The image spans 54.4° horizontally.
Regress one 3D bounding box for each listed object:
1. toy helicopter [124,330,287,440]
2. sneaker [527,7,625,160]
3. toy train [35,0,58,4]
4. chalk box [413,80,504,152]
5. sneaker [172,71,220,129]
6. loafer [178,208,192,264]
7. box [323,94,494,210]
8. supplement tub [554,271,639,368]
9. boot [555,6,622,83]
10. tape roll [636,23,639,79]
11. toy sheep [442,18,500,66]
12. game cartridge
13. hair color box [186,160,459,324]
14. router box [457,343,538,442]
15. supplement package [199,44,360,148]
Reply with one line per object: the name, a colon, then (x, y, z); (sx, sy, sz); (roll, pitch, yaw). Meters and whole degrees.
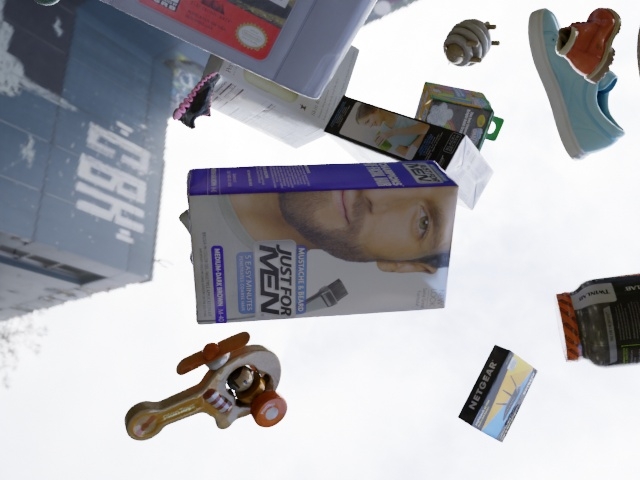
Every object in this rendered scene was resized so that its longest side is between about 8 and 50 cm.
toy helicopter: (-0.250, 0.323, 1.347); (0.140, 0.354, 0.235); (40, -38, 52)
sneaker: (0.594, -0.376, 1.421); (0.150, 0.135, 0.366); (-20, -93, 39)
toy train: (-0.546, -0.647, 1.354); (0.333, 0.142, 0.191); (-16, -95, -2)
chalk box: (0.360, -0.310, 1.603); (0.132, 0.212, 0.133); (-91, -167, -56)
sneaker: (-0.217, -0.255, 1.145); (0.119, 0.057, 0.047); (-50, -163, 2)
loafer: (-0.230, 0.029, 1.358); (0.111, 0.320, 0.112); (-21, -131, -11)
box: (0.166, -0.171, 1.194); (0.289, 0.169, 0.087); (29, -91, 36)
supplement tub: (0.400, 0.098, 0.782); (0.190, 0.117, 0.117); (-9, -114, 15)
boot: (0.409, -0.320, 0.959); (0.158, 0.084, 0.059); (-65, -173, -34)
tape roll: (0.623, -0.275, 0.940); (0.169, 0.246, 0.246); (-10, -115, 55)
toy sheep: (0.276, -0.366, 1.147); (0.132, 0.091, 0.091); (-40, -137, -26)
game cartridge: (-0.081, -0.277, 0.591); (0.196, 0.294, 0.060); (-58, -155, 27)
hair color box: (0.000, 0.000, 0.829); (0.110, 0.338, 0.185); (-113, -159, -63)
router box: (0.384, 0.331, 1.342); (0.046, 0.133, 0.179); (19, -102, 53)
supplement package: (-0.095, -0.353, 1.327); (0.198, 0.262, 0.200); (-6, -117, 64)
